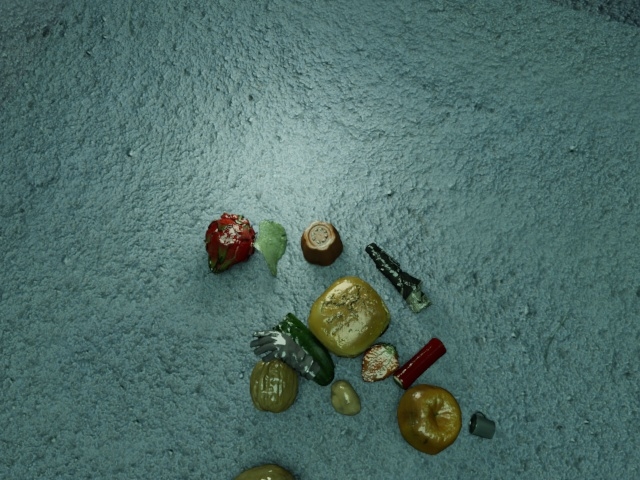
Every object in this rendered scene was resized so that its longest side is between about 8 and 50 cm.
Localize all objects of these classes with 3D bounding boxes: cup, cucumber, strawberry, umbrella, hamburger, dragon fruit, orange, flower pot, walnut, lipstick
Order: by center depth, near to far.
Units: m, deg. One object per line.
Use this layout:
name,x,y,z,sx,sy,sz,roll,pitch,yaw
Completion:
walnut,-0.204,0.961,1.667,0.312,0.277,0.252,-23,106,-8
orange,0.399,0.667,1.751,0.248,0.183,0.249,4,60,-8
cup,0.622,0.707,1.786,0.077,0.078,0.100,18,46,2
walnut,-0.181,0.559,1.810,0.213,0.213,0.214,-1,75,3
lipstick,0.391,0.484,1.828,0.241,0.080,0.080,-37,76,-19
hamburger,0.115,0.304,1.848,0.304,0.174,0.284,-44,68,-8
strawberry,0.236,0.491,1.857,0.146,0.082,0.187,40,87,10
cucumber,-0.058,0.440,1.859,0.325,0.145,0.105,48,113,10
umbrella,0.322,0.144,1.926,0.106,0.113,0.358,-43,76,15
dragon fruit,-0.382,0.028,1.951,0.233,0.234,0.294,12,82,6
flower pot,0.000,0.000,1.953,0.190,0.173,0.191,-1,73,4

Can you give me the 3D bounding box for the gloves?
gloves,-0.132,0.422,1.756,0.285,0.142,0.119,23,107,2

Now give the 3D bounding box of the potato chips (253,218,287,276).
potato chips,-0.208,0.035,1.968,0.059,0.167,0.229,-6,65,44

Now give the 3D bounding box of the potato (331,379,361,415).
potato,0.096,0.620,1.820,0.112,0.112,0.147,-28,72,-4
